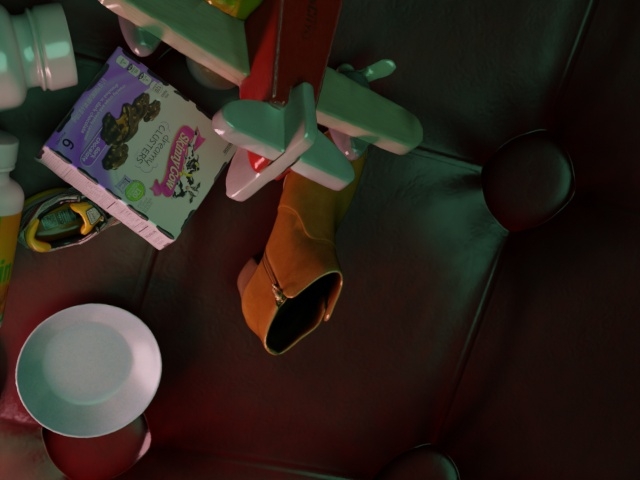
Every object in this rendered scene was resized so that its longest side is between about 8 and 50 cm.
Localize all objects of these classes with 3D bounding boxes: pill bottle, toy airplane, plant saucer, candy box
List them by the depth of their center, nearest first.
[{"bbox_3d":[-0.411,-0.212,1.600,0.229,0.131,0.131,-13,111,-13],"label":"pill bottle"},{"bbox_3d":[-0.068,-0.221,1.630,0.384,0.272,0.386,-34,104,-39],"label":"toy airplane"},{"bbox_3d":[-0.440,-0.014,1.655,0.136,0.136,0.245,8,105,-20],"label":"pill bottle"},{"bbox_3d":[-0.223,-0.113,1.672,0.196,0.070,0.165,37,68,-12],"label":"candy box"},{"bbox_3d":[-0.312,0.170,1.813,0.195,0.037,0.195,-5,110,-15],"label":"plant saucer"}]

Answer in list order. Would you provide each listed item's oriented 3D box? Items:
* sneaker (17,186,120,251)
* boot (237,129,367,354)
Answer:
[{"bbox_3d":[-0.280,-0.043,1.720,0.225,0.093,0.088,-29,112,-8],"label":"sneaker"},{"bbox_3d":[-0.001,0.000,1.757,0.104,0.211,0.295,30,97,-25],"label":"boot"}]
